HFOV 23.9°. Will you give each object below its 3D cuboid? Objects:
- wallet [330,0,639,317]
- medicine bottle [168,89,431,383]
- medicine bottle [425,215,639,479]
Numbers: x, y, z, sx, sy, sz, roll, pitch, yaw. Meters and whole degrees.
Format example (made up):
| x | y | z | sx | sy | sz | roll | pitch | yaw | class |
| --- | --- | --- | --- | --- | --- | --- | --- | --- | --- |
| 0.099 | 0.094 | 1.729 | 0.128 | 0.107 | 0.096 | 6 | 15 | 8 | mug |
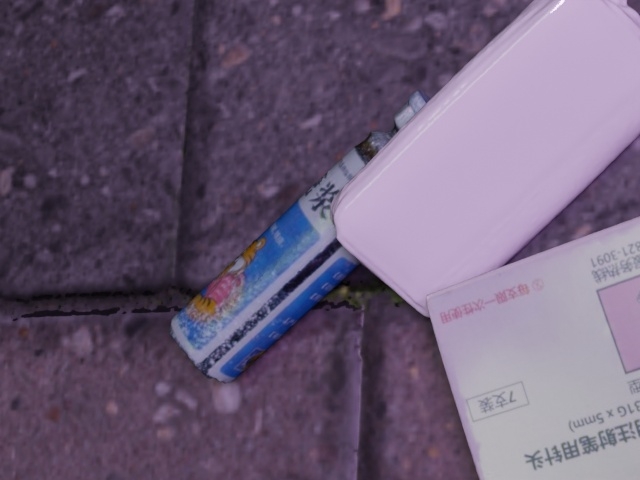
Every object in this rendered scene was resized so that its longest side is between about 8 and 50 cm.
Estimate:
| x | y | z | sx | sy | sz | roll | pitch | yaw | class |
| --- | --- | --- | --- | --- | --- | --- | --- | --- | --- |
| 0.094 | -0.048 | 0.768 | 0.190 | 0.095 | 0.033 | -46 | 22 | 13 | wallet |
| 0.000 | 0.000 | 0.822 | 0.191 | 0.051 | 0.051 | -42 | 62 | 11 | medicine bottle |
| 0.168 | 0.072 | 0.709 | 0.201 | 0.052 | 0.171 | -20 | 77 | 23 | medicine bottle |
